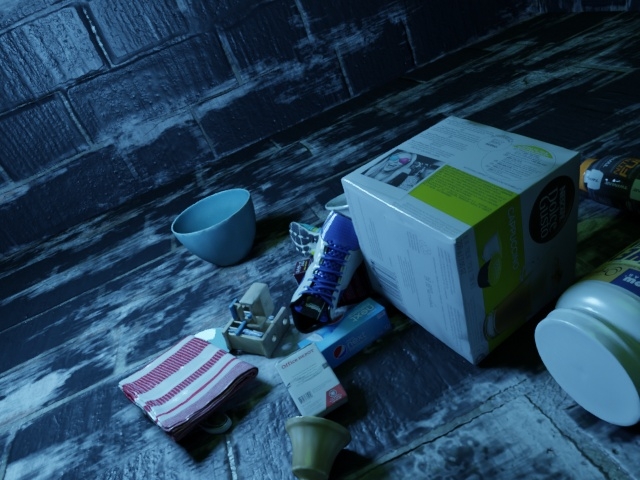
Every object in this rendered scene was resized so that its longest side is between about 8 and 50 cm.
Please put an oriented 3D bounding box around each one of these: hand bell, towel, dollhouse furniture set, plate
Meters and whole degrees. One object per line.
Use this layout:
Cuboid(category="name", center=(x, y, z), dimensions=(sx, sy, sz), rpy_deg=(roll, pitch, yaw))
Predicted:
Cuboid(category="hand bell", center=(-0.028, 0.439, 0.853), dimensions=(0.126, 0.126, 0.242), rpy_deg=(-9, 42, 24))
Cuboid(category="towel", center=(-0.331, 0.335, 1.225), dimensions=(0.237, 0.037, 0.329), rpy_deg=(-35, 28, -33))
Cuboid(category="dollhouse furniture set", center=(-0.174, 0.179, 1.280), dimensions=(0.130, 0.183, 0.129), rpy_deg=(6, 37, 24))
Cuboid(category="plate", center=(-0.317, 0.307, 1.353), dimensions=(0.188, 0.024, 0.188), rpy_deg=(-18, 29, 10))

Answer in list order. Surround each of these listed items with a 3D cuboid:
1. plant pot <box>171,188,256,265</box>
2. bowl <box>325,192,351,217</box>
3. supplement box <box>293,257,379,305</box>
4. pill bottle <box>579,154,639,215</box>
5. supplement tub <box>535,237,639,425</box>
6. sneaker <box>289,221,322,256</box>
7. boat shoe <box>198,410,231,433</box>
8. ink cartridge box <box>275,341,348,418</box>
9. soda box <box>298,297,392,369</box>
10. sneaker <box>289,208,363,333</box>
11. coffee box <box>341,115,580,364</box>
Cuboid(category="plant pot", center=(-0.344, -0.025, 1.768), dimensions=(0.291, 0.195, 0.290), rpy_deg=(-17, 29, 10))
Cuboid(category="bowl", center=(0.174, -0.094, 1.541), dimensions=(0.298, 0.134, 0.298), rpy_deg=(-18, 12, 4))
Cuboid(category="supplement box", center=(0.064, 0.096, 1.329), dimensions=(0.240, 0.130, 0.073), rpy_deg=(-15, 25, 13))
Cuboid(category="pill bottle", center=(0.755, -0.137, 1.230), dimensions=(0.131, 0.130, 0.246), rpy_deg=(-30, 28, -13))
Cuboid(category="supplement tub", center=(0.540, 0.129, 0.820), dimensions=(0.316, 0.228, 0.228), rpy_deg=(-30, 29, -14))
Cuboid(category="sneaker", center=(0.000, 0.000, 1.609), dimensions=(0.110, 0.106, 0.275), rpy_deg=(-19, 26, -38))
Cuboid(category="boat shoe", center=(-0.261, 0.397, 1.136), dimensions=(0.142, 0.040, 0.049), rpy_deg=(1, 35, 37))
Cuboid(category="ink cartridge box", center=(-0.019, 0.298, 1.051), dimensions=(0.099, 0.056, 0.135), rpy_deg=(-28, 61, -11))
Cuboid(category="soda box", center=(0.059, 0.224, 1.178), dimensions=(0.210, 0.067, 0.071), rpy_deg=(-31, 29, -16))
Cuboid(category="sneaker", center=(0.017, 0.100, 1.190), dimensions=(0.128, 0.315, 0.182), rpy_deg=(23, 18, -1))
Cuboid(category="coffee box", center=(0.307, -0.021, 1.089), dimensions=(0.334, 0.337, 0.338), rpy_deg=(-32, 38, -18))
